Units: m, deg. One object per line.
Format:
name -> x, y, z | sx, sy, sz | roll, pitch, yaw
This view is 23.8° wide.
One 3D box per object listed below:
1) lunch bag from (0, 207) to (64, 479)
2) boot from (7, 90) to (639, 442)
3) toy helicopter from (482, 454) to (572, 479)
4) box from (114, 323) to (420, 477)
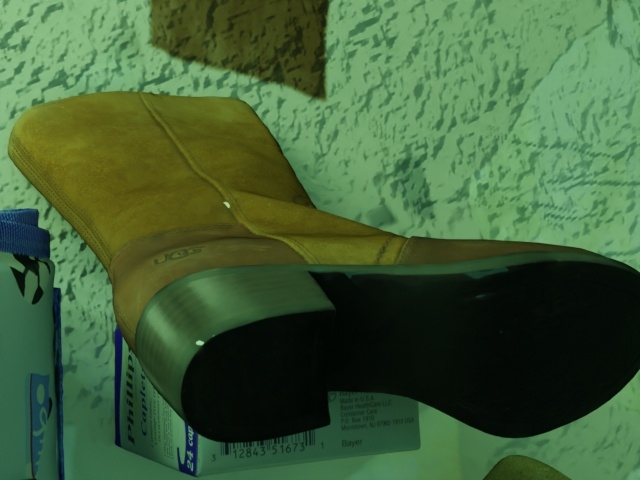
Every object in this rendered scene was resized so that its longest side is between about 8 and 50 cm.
lunch bag -> -0.278, 0.145, 0.653 | 0.386, 0.239, 0.327 | 2, 86, -41
boot -> 0.000, 0.000, 0.777 | 0.264, 0.280, 0.096 | -9, 118, -21
toy helicopter -> 0.219, 0.256, 0.873 | 0.355, 0.235, 0.140 | 48, 70, -16
box -> -0.033, 0.077, 0.815 | 0.126, 0.137, 0.072 | -3, 91, -25
